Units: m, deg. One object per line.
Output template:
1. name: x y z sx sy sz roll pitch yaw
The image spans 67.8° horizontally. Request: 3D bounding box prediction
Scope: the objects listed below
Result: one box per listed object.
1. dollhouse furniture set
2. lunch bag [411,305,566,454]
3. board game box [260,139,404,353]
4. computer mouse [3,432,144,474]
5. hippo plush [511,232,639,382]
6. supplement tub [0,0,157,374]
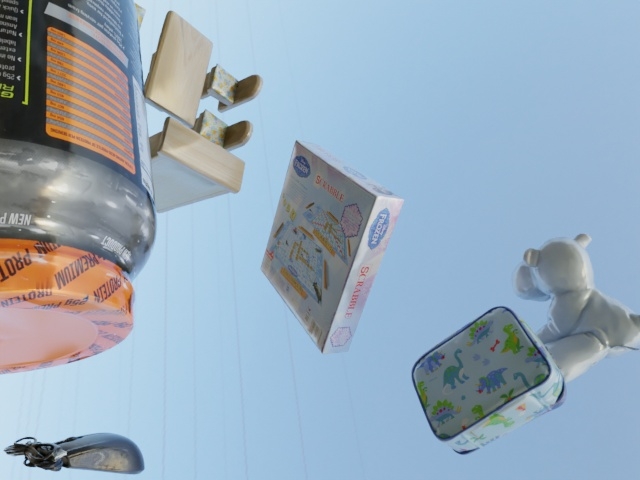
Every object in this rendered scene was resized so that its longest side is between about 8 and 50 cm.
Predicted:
1. dollhouse furniture set: -0.277 -0.283 0.956 0.256 0.362 0.395 -9 -115 38
2. lunch bag: 0.265 0.221 0.776 0.219 0.090 0.176 -39 -146 15
3. board game box: 0.000 0.000 0.954 0.319 0.065 0.318 45 -56 49
4. computer mouse: -0.481 0.436 0.993 0.188 0.272 0.072 -8 -119 36
5. hippo plush: 0.450 0.123 0.902 0.234 0.294 0.237 -21 -106 -14
6. supplement tub: -0.243 -0.083 0.374 0.207 0.207 0.338 -27 -118 26
